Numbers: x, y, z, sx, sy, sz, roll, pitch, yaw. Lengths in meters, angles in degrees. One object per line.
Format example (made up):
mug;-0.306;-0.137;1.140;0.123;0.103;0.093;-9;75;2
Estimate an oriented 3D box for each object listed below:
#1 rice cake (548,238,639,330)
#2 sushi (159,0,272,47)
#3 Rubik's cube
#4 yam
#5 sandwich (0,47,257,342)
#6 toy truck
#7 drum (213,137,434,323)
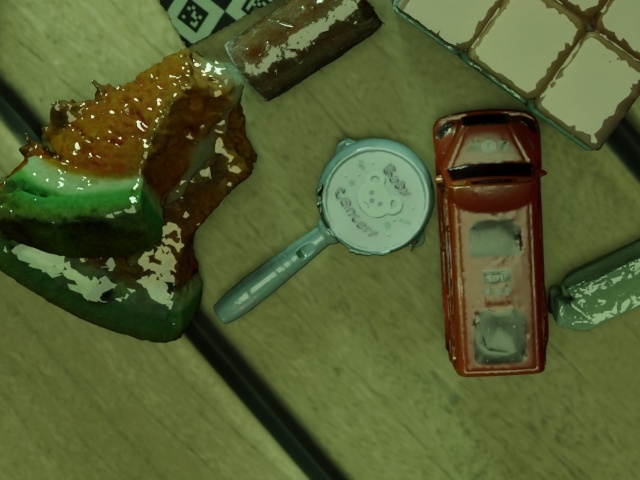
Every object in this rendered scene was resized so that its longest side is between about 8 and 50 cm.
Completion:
rice cake;0.379;0.003;1.477;0.336;0.066;0.063;-23;98;7
sushi;-0.094;-0.369;1.444;0.264;0.050;0.290;-24;100;26
Rubik's cube;0.214;-0.240;1.362;0.224;0.231;0.221;34;100;-5
yam;-0.015;-0.200;1.457;0.141;0.079;0.079;-34;97;8
sandwich;-0.177;-0.050;1.446;0.250;0.162;0.301;35;102;-8
toy truck;0.168;0.002;1.462;0.107;0.114;0.253;-3;101;4
drum;-0.008;-0.019;1.499;0.253;0.049;0.130;-22;98;6
